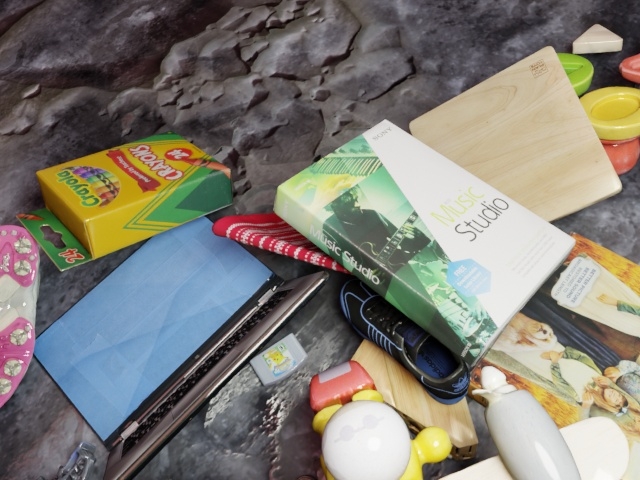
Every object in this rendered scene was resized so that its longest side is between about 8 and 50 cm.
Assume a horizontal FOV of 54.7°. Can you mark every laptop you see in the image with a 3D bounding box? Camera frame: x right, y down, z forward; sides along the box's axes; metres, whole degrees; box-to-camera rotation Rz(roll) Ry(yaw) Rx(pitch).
[{"bbox_3d":[-0.244,0.116,0.936,0.382,0.408,0.236,-45,96,-16],"label":"laptop"}]

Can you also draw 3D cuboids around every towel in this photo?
[{"bbox_3d":[0.000,0.000,0.924,0.274,0.199,0.031,15,104,28],"label":"towel"}]

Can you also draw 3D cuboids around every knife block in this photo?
[{"bbox_3d":[0.154,0.150,0.922,0.275,0.088,0.242,28,68,24],"label":"knife block"}]

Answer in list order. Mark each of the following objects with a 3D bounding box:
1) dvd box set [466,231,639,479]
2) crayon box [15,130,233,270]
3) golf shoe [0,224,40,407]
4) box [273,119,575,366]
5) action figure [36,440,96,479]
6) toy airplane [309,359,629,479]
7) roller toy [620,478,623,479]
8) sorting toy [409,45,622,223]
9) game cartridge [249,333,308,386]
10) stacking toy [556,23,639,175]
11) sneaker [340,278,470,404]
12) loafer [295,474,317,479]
[{"bbox_3d":[0.458,0.206,0.850,0.420,0.062,0.308,33,70,26],"label":"dvd box set"},{"bbox_3d":[-0.338,-0.081,1.066,0.318,0.081,0.202,-27,45,-33],"label":"crayon box"},{"bbox_3d":[-0.529,0.133,1.051,0.115,0.140,0.306,10,79,-13],"label":"golf shoe"},{"bbox_3d":[0.133,-0.018,0.802,0.322,0.058,0.232,36,52,22],"label":"box"},{"bbox_3d":[-0.435,0.403,0.791,0.330,0.178,0.341,5,58,51],"label":"action figure"},{"bbox_3d":[0.070,0.284,0.622,0.384,0.272,0.386,8,42,34],"label":"toy airplane"},{"bbox_3d":[0.302,0.363,0.692,0.146,0.191,0.209,48,46,8],"label":"roller toy"},{"bbox_3d":[0.313,-0.133,1.015,0.257,0.089,0.256,-26,71,24],"label":"sorting toy"},{"bbox_3d":[-0.064,0.191,0.980,0.083,0.017,0.056,-33,63,-10],"label":"game cartridge"},{"bbox_3d":[0.518,-0.252,1.109,0.309,0.130,0.279,-31,42,-17],"label":"stacking toy"},{"bbox_3d":[0.111,0.120,0.842,0.081,0.090,0.232,-42,61,-15],"label":"sneaker"},{"bbox_3d":[-0.022,0.397,0.821,0.062,0.061,0.170,-5,59,7],"label":"loafer"}]
